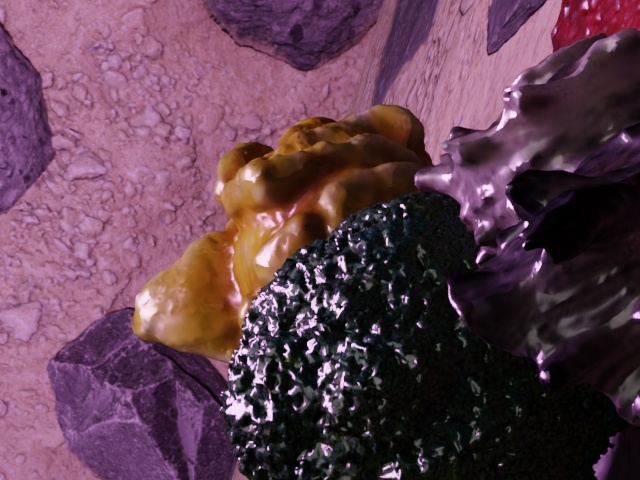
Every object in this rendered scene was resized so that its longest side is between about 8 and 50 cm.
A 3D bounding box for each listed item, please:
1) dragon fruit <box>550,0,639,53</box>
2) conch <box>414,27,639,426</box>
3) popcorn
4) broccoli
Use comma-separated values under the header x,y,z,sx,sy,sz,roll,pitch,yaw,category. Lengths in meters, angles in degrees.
x,y,z,sx,sy,sz,roll,pitch,yaw,category
0.238,-0.178,0.877,0.282,0.100,0.343,-172,97,-80,dragon fruit
0.153,-0.029,0.649,0.313,0.241,0.186,-64,-38,-53,conch
-0.008,-0.005,1.412,0.325,0.321,0.290,-113,37,-50,popcorn
0.094,0.104,0.847,0.297,0.298,0.297,-88,-23,-62,broccoli
